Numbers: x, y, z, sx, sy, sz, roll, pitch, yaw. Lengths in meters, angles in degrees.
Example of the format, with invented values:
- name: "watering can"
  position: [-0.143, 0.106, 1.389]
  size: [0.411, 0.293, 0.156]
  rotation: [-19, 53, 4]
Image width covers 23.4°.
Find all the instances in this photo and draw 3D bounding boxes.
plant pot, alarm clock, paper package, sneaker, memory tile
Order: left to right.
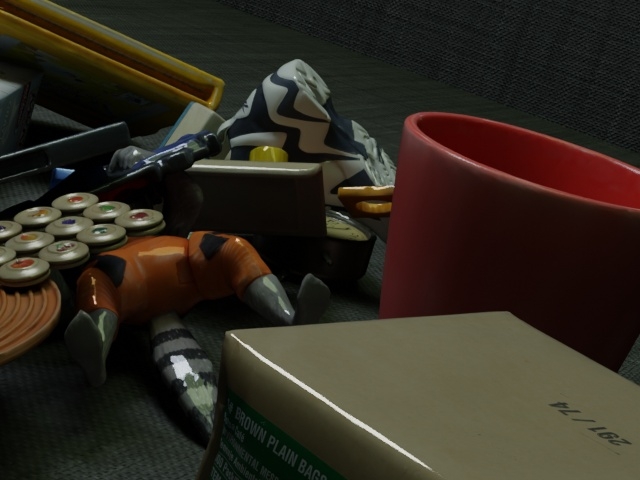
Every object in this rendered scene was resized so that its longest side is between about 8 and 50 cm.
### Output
- name: "memory tile"
  position: [-0.200, -0.004, 1.145]
  size: [0.113, 0.012, 0.148]
  rotation: [15, 29, 40]
- name: "sneaker"
  position: [-0.016, -0.059, 1.614]
  size: [0.235, 0.153, 0.094]
  rotation: [47, 24, -26]
- name: "alarm clock"
  position: [0.000, 0.000, 1.691]
  size: [0.129, 0.064, 0.192]
  rotation: [22, 19, 20]
- name: "plant pot"
  position: [0.173, 0.042, 1.375]
  size: [0.275, 0.243, 0.275]
  rotation: [15, 14, -4]
- name: "paper package"
  position: [0.123, 0.184, 0.960]
  size: [0.309, 0.168, 0.325]
  rotation: [1, 22, -46]

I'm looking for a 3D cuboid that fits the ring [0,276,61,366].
- name: "ring"
  position: [-0.342, 0.061, 1.034]
  size: [0.337, 0.032, 0.336]
  rotation: [0, 16, 0]

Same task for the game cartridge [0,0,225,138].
- name: "game cartridge"
  position: [-0.299, -0.199, 1.818]
  size: [0.285, 0.052, 0.324]
  rotation: [23, -14, -23]

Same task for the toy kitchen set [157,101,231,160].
- name: "toy kitchen set"
  position: [-0.140, -0.071, 1.736]
  size: [0.166, 0.122, 0.207]
  rotation: [30, -6, 44]

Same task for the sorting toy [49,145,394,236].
- name: "sorting toy"
  position: [-0.084, -0.051, 1.481]
  size: [0.348, 0.047, 0.196]
  rotation: [2, -17, 3]

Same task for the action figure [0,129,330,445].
- name: "action figure"
  position: [-0.193, 0.048, 1.259]
  size: [0.341, 0.178, 0.330]
  rotation: [-22, 23, -18]

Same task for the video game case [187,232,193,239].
- name: "video game case"
  position: [-0.194, 0.006, 1.546]
  size: [0.212, 0.023, 0.193]
  rotation: [20, 15, 12]

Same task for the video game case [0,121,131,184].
- name: "video game case"
  position: [-0.314, -0.044, 1.269]
  size: [0.274, 0.026, 0.196]
  rotation: [-20, 7, -27]

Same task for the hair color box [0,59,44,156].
- name: "hair color box"
  position: [-0.429, -0.124, 1.594]
  size: [0.185, 0.113, 0.374]
  rotation: [17, 15, -1]
